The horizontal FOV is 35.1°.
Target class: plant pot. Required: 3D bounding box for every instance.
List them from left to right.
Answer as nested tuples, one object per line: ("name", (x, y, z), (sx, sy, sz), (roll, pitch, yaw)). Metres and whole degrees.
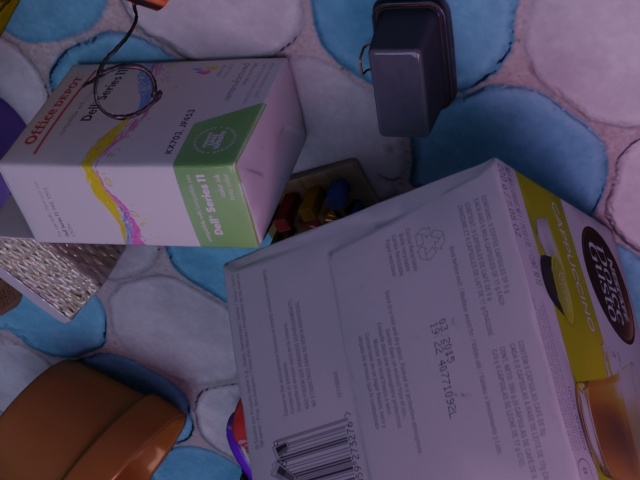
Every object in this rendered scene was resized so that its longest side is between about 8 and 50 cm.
("plant pot", (-0.376, 0.321, 1.558), (0.203, 0.291, 0.291), (38, 134, 8))

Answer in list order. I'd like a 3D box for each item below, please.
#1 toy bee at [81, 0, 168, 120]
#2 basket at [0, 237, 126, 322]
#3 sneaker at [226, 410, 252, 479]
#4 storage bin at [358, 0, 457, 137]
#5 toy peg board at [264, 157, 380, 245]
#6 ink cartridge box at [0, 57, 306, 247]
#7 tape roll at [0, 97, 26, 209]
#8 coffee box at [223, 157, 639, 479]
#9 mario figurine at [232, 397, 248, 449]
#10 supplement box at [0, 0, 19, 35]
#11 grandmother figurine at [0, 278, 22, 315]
("toy bee", (-0.178, -0.302, 1.020), (0.298, 0.162, 0.195), (-45, 126, 9))
("basket", (-0.363, 0.011, 1.377), (0.167, 0.113, 0.103), (42, 126, -18))
("sneaker", (-0.091, 0.388, 1.615), (0.146, 0.102, 0.293), (-16, 123, 31))
("storage bin", (0.085, -0.177, 1.063), (0.098, 0.091, 0.135), (3, 130, 17))
("toy peg board", (0.000, 0.000, 1.258), (0.160, 0.079, 0.161), (-13, 125, 29))
("ink cartridge box", (-0.216, -0.103, 1.154), (0.353, 0.207, 0.119), (1, 132, 18))
("tape roll", (-0.478, -0.114, 1.328), (0.189, 0.080, 0.189), (11, 132, 12))
("coffee box", (0.147, 0.159, 1.078), (0.338, 0.338, 0.334), (-22, 156, 29))
("mario figurine", (0.022, 0.255, 1.406), (0.320, 0.170, 0.198), (-15, 89, 21))
("supplement box", (-0.441, -0.285, 1.086), (0.194, 0.195, 0.356), (36, 133, -13))
("grandmother figurine", (-0.616, 0.062, 1.527), (0.342, 0.104, 0.208), (1, 111, 23))
